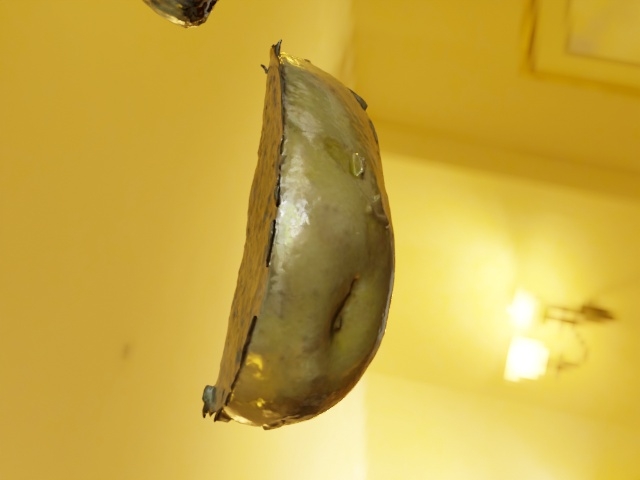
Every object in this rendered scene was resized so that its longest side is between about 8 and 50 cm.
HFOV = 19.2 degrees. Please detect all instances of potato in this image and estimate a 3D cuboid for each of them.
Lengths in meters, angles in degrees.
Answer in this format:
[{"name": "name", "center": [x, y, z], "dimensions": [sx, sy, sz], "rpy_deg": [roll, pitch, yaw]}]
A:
[{"name": "potato", "center": [0.000, 0.000, 1.161], "dimensions": [0.138, 0.098, 0.243], "rpy_deg": [180, 99, -79]}]

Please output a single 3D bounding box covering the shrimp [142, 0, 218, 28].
[{"name": "shrimp", "center": [-0.171, -0.346, 1.545], "dimensions": [0.137, 0.172, 0.372], "rpy_deg": [74, 179, -79]}]
